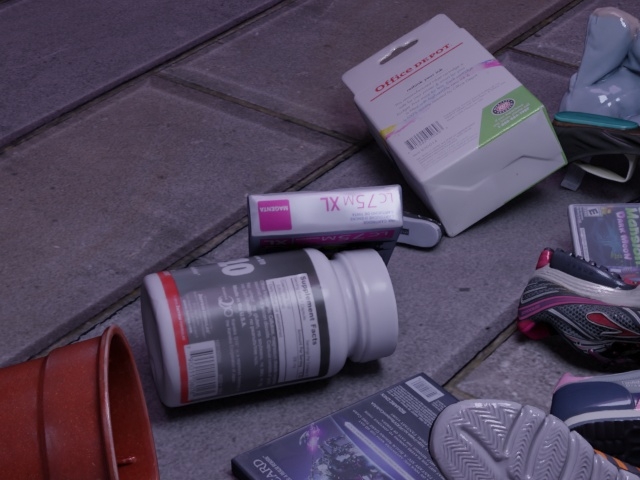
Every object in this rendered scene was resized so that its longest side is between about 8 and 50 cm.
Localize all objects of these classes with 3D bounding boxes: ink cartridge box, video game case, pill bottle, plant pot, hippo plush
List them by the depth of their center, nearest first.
[{"bbox_3d":[-0.312,0.239,1.451,0.265,0.272,0.272,-10,33,0],"label":"plant pot"},{"bbox_3d":[0.067,0.250,1.624,0.274,0.026,0.196,-22,38,-28],"label":"video game case"},{"bbox_3d":[-0.062,0.096,1.742,0.283,0.161,0.161,-10,33,-14],"label":"pill bottle"},{"bbox_3d":[0.000,0.000,1.865,0.186,0.065,0.311,-4,-11,-3],"label":"ink cartridge box"},{"bbox_3d":[0.423,0.028,1.915,0.173,0.022,0.190,-1,52,-1],"label":"video game case"},{"bbox_3d":[0.188,-0.181,2.153,0.207,0.119,0.353,-32,37,0],"label":"ink cartridge box"},{"bbox_3d":[0.481,-0.205,2.207,0.234,0.294,0.236,36,18,18],"label":"hippo plush"}]

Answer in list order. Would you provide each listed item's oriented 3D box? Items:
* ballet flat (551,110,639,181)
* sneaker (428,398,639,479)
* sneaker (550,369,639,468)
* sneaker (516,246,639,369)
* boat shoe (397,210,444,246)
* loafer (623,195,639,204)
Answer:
[{"bbox_3d":[0.456,-0.130,2.047,0.281,0.096,0.095,7,17,36],"label":"ballet flat"},{"bbox_3d":[0.238,0.253,1.459,0.321,0.124,0.180,27,-8,-7],"label":"sneaker"},{"bbox_3d":[0.417,0.186,1.638,0.319,0.112,0.131,0,35,0],"label":"sneaker"},{"bbox_3d":[0.376,0.110,1.764,0.299,0.121,0.112,21,80,42],"label":"sneaker"},{"bbox_3d":[0.106,-0.020,2.039,0.142,0.049,0.040,16,17,21],"label":"boat shoe"},{"bbox_3d":[0.490,-0.036,2.023,0.223,0.078,0.076,-21,3,-6],"label":"loafer"}]
